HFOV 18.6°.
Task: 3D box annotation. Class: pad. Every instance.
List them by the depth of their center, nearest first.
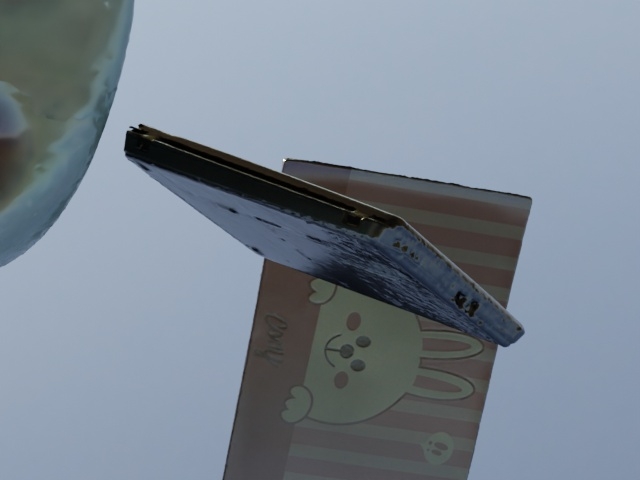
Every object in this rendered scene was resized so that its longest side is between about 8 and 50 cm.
[{"bbox_3d":[0.041,0.091,1.538,0.202,0.299,0.005,9,-163,-9],"label":"pad"}]

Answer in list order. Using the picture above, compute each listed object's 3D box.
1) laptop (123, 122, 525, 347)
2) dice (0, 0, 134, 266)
[{"bbox_3d":[0.000,0.000,1.073,0.207,0.154,0.026,21,-103,43],"label":"laptop"},{"bbox_3d":[-0.263,-0.135,1.003,0.268,0.262,0.265,7,-168,-31],"label":"dice"}]
